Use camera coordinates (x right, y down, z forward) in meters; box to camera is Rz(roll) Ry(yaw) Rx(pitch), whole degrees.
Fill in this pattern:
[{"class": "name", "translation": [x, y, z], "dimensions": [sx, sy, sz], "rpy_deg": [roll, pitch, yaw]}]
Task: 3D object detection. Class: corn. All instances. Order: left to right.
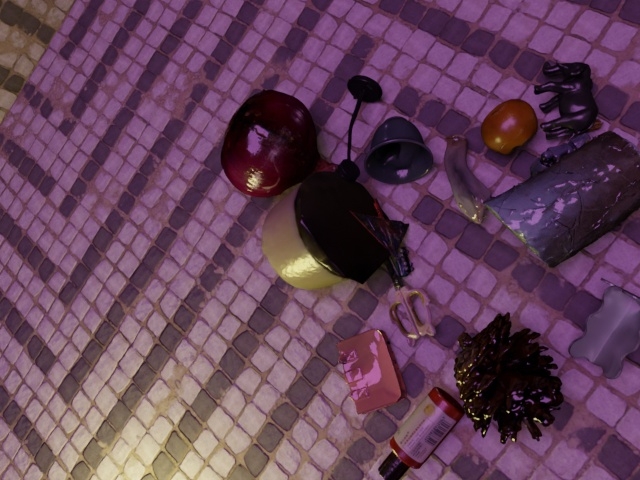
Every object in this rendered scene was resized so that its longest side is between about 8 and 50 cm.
[{"class": "corn", "translation": [0.709, -0.301, 1.566], "dimensions": [0.083, 0.027, 0.028], "rpy_deg": [-16, 56, 24]}]

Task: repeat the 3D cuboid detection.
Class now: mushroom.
[{"class": "mushroom", "translation": [0.404, -0.175, 1.646], "dimensions": [0.096, 0.099, 0.278], "rpy_deg": [-23, 67, 13]}]

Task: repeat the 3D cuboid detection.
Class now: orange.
[{"class": "orange", "translation": [0.515, -0.305, 1.597], "dimensions": [0.134, 0.155, 0.155], "rpy_deg": [38, 98, -16]}]

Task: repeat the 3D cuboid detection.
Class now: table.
[{"class": "table", "translation": [0.695, 0.216, 1.399], "dimensions": [0.166, 0.166, 0.198], "rpy_deg": [33, 101, 27]}]

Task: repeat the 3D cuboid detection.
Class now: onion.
[{"class": "onion", "translation": [-0.110, -0.272, 1.815], "dimensions": [0.385, 0.348, 0.348], "rpy_deg": [24, 90, -8]}]

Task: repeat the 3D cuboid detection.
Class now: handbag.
[{"class": "handbag", "translation": [0.140, 0.370, 1.671], "dimensions": [0.157, 0.059, 0.213], "rpy_deg": [-25, 68, 17]}]

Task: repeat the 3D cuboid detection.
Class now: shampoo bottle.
[{"class": "shampoo bottle", "translation": [0.257, 0.525, 1.558], "dimensions": [0.104, 0.104, 0.278], "rpy_deg": [40, 97, 26]}]

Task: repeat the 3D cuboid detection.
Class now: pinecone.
[{"class": "pinecone", "translation": [0.448, 0.335, 1.412], "dimensions": [0.242, 0.298, 0.296], "rpy_deg": [-26, 83, 22]}]

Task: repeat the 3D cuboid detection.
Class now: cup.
[{"class": "cup", "translation": [0.223, -0.282, 1.720], "dimensions": [0.199, 0.199, 0.150], "rpy_deg": [-14, 56, 22]}]

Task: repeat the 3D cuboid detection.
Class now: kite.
[{"class": "kite", "translation": [0.177, -0.039, 1.653], "dimensions": [0.009, 0.232, 0.189], "rpy_deg": [-37, 59, 41]}]

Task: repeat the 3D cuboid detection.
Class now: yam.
[{"class": "yam", "translation": [0.612, -0.095, 1.449], "dimensions": [0.348, 0.241, 0.241], "rpy_deg": [-34, 67, 11]}]

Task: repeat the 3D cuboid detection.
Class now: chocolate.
[{"class": "chocolate", "translation": [0.000, 0.000, 1.687], "dimensions": [0.326, 0.314, 0.297], "rpy_deg": [48, 134, -1]}]

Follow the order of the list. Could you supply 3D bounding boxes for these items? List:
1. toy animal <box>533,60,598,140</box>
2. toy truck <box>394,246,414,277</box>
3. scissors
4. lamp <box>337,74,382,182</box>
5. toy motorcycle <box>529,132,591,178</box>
[{"class": "toy animal", "translation": [0.655, -0.378, 1.568], "dimensions": [0.146, 0.114, 0.245], "rpy_deg": [-16, 78, 31]}, {"class": "toy truck", "translation": [0.237, 0.063, 1.703], "dimensions": [0.044, 0.039, 0.083], "rpy_deg": [-24, 71, 33]}, {"class": "scissors", "translation": [0.230, 0.138, 1.670], "dimensions": [0.160, 0.024, 0.318], "rpy_deg": [-41, 61, 41]}, {"class": "lamp", "translation": [0.110, -0.345, 1.728], "dimensions": [0.108, 0.130, 0.371], "rpy_deg": [-37, 28, 45]}, {"class": "toy motorcycle", "translation": [0.616, -0.208, 1.535], "dimensions": [0.193, 0.124, 0.061], "rpy_deg": [-35, 54, 17]}]
